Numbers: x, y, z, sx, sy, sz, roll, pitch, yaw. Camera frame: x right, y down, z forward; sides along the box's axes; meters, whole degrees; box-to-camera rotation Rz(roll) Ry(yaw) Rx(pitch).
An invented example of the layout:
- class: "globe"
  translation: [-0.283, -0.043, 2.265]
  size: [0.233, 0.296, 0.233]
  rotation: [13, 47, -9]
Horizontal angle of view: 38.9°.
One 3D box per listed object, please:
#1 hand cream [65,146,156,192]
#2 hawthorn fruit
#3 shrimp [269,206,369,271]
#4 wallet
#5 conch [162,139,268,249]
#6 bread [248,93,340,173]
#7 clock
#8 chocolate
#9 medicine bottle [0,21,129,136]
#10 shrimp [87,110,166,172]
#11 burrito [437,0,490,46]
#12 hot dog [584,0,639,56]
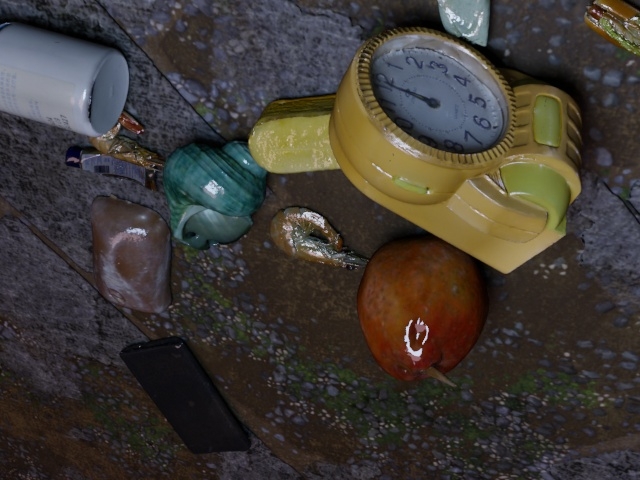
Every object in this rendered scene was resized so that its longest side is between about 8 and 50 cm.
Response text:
- class: "hand cream"
  translation: [-0.358, -0.127, 1.563]
  size: [0.163, 0.039, 0.062]
  rotation: [15, 132, 3]
- class: "hawthorn fruit"
  translation: [0.159, 0.119, 1.388]
  size: [0.211, 0.262, 0.210]
  rotation: [0, 130, 0]
- class: "shrimp"
  translation: [0.000, 0.000, 1.519]
  size: [0.180, 0.041, 0.099]
  rotation: [24, 120, 4]
- class: "wallet"
  translation: [-0.283, 0.335, 1.936]
  size: [0.170, 0.044, 0.321]
  rotation: [-11, 121, 30]
- class: "conch"
  translation: [-0.161, -0.086, 1.447]
  size: [0.202, 0.134, 0.196]
  rotation: [-16, 153, 30]
- class: "bread"
  translation: [0.013, -0.160, 1.328]
  size: [0.245, 0.094, 0.102]
  rotation: [-3, 119, 25]
- class: "clock"
  translation: [0.163, -0.128, 1.154]
  size: [0.317, 0.244, 0.200]
  rotation: [21, 140, -12]
- class: "chocolate"
  translation: [-0.361, 0.044, 1.680]
  size: [0.161, 0.083, 0.261]
  rotation: [14, 133, 10]
- class: "medicine bottle"
  translation: [-0.440, -0.258, 1.403]
  size: [0.258, 0.143, 0.143]
  rotation: [17, 134, 8]
- class: "shrimp"
  translation: [-0.317, -0.172, 1.507]
  size: [0.162, 0.045, 0.095]
  rotation: [23, 114, 10]
- class: "burrito"
  translation: [0.181, -0.302, 1.155]
  size: [0.074, 0.044, 0.118]
  rotation: [7, 131, 28]
- class: "hot dog"
  translation: [0.382, -0.255, 1.109]
  size: [0.133, 0.041, 0.056]
  rotation: [30, 135, -4]
